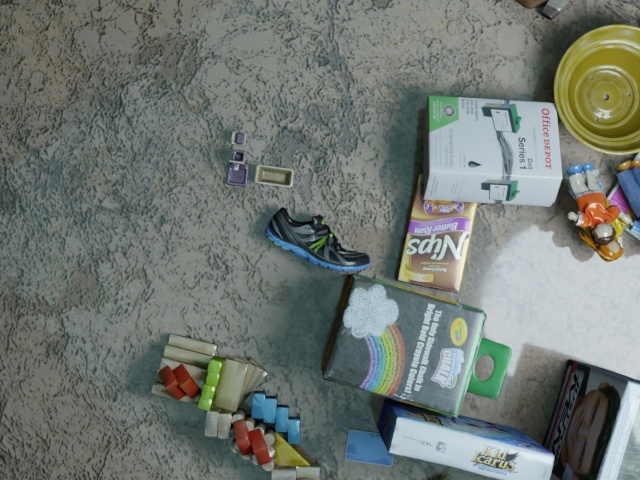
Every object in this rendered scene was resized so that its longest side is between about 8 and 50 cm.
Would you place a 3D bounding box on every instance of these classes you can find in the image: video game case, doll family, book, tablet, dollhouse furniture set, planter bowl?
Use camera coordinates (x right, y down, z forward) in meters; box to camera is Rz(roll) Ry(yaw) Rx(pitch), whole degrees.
[{"bbox_3d":[0.222,0.318,1.732,0.244,0.269,0.061,12,88,0],"label":"video game case"},{"bbox_3d":[0.516,-0.049,1.805,0.263,0.118,0.163,-13,75,-13],"label":"doll family"},{"bbox_3d":[0.553,-0.081,1.861,0.096,0.035,0.144,36,89,4],"label":"book"},{"bbox_3d":[0.086,0.355,1.861,0.083,0.006,0.054,8,89,1],"label":"tablet"},{"bbox_3d":[-0.100,-0.134,1.833,0.114,0.081,0.091,8,89,0],"label":"dollhouse furniture set"},{"bbox_3d":[0.493,-0.248,1.834,0.217,0.090,0.217,0,88,0],"label":"planter bowl"}]

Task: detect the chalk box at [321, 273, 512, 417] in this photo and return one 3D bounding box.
[{"bbox_3d":[0.162,0.177,1.782,0.289,0.179,0.180,17,88,-1],"label":"chalk box"}]

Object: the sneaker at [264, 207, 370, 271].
[{"bbox_3d":[0.000,0.000,1.838,0.188,0.067,0.078,24,95,3],"label":"sneaker"}]

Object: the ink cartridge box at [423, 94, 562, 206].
[{"bbox_3d":[0.283,-0.149,1.801,0.219,0.092,0.160,2,60,-1],"label":"ink cartridge box"}]

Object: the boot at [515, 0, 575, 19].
[{"bbox_3d":[0.383,-0.437,1.867,0.118,0.042,0.087,34,83,-1],"label":"boot"}]

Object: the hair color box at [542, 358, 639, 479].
[{"bbox_3d":[0.449,0.300,1.680,0.113,0.374,0.185,17,89,0],"label":"hair color box"}]

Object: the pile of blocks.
[{"bbox_3d":[-0.127,0.289,1.809,0.362,0.112,0.149,39,89,0],"label":"pile of blocks"}]

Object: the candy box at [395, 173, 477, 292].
[{"bbox_3d":[0.200,-0.012,1.847,0.109,0.053,0.187,11,90,0],"label":"candy box"}]

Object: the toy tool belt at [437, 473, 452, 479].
[{"bbox_3d":[0.216,0.441,1.838,0.051,0.052,0.083,-28,90,8],"label":"toy tool belt"}]
